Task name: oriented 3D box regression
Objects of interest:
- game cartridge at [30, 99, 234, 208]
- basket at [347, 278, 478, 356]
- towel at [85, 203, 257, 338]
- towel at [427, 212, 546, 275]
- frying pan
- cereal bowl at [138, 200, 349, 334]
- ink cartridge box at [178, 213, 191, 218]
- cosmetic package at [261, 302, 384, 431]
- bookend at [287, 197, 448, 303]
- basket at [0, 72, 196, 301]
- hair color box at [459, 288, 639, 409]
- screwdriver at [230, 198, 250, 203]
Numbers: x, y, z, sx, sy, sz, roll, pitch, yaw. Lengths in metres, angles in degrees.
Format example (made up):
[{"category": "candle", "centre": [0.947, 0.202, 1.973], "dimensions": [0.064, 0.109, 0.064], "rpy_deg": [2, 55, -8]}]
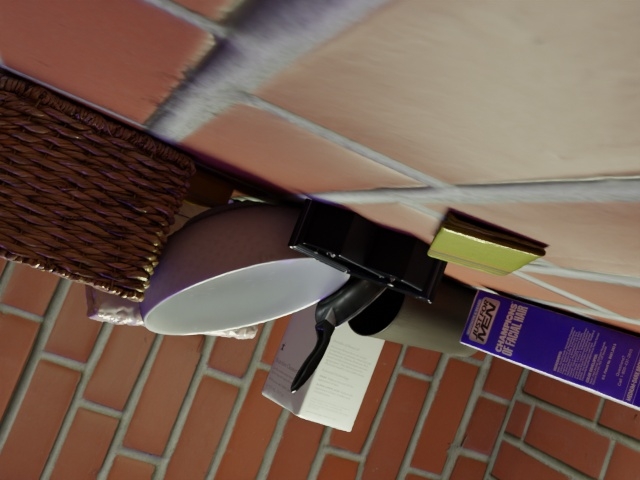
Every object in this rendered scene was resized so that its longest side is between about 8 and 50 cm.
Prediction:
[{"category": "game cartridge", "centre": [-0.327, -0.139, 1.286], "dimensions": [0.324, 0.052, 0.285], "rpy_deg": [26, 175, -23]}, {"category": "basket", "centre": [0.194, 0.133, 1.474], "dimensions": [0.227, 0.154, 0.204], "rpy_deg": [19, 164, -26]}, {"category": "towel", "centre": [-0.283, 0.026, 1.428], "dimensions": [0.332, 0.316, 0.053], "rpy_deg": [13, 138, -40]}, {"category": "towel", "centre": [0.172, 0.009, 0.843], "dimensions": [0.102, 0.021, 0.237], "rpy_deg": [15, 174, 6]}, {"category": "frying pan", "centre": [0.019, 0.126, 1.327], "dimensions": [0.053, 0.326, 0.197], "rpy_deg": [50, 157, -7]}, {"category": "cereal bowl", "centre": [-0.128, 0.033, 1.244], "dimensions": [0.339, 0.141, 0.339], "rpy_deg": [-13, 162, -4]}, {"category": "ink cartridge box", "centre": [-0.265, -0.070, 1.285], "dimensions": [0.063, 0.029, 0.115], "rpy_deg": [18, 175, 41]}, {"category": "cosmetic package", "centre": [0.032, 0.224, 1.836], "dimensions": [0.156, 0.384, 0.217], "rpy_deg": [22, 174, -28]}, {"category": "bookend", "centre": [0.068, 0.015, 1.065], "dimensions": [0.157, 0.072, 0.156], "rpy_deg": [18, 175, 35]}, {"category": "basket", "centre": [-0.361, -0.073, 1.093], "dimensions": [0.299, 0.222, 0.213], "rpy_deg": [22, 178, -28]}, {"category": "hair color box", "centre": [0.423, 0.187, 1.278], "dimensions": [0.339, 0.110, 0.185], "rpy_deg": [15, 174, 45]}, {"category": "screwdriver", "centre": [-0.171, -0.077, 1.453], "dimensions": [0.170, 0.024, 0.025], "rpy_deg": [21, 148, 25]}]
